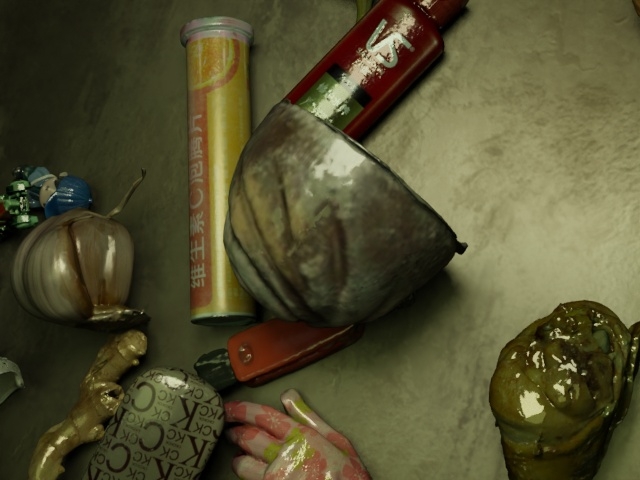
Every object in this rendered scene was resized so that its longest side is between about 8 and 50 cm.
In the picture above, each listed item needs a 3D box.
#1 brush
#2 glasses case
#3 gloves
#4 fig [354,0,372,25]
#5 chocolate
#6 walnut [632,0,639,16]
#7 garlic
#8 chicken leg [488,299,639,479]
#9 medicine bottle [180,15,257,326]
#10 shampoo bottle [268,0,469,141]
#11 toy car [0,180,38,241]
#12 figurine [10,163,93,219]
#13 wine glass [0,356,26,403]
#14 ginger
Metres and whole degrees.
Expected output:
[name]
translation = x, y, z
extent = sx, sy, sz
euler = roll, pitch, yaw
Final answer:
[brush]
translation = -0.020, 0.130, 1.294
extent = 0.323, 0.051, 0.070
euler = -22, 65, 13
[glasses case]
translation = -0.244, 0.330, 1.248
extent = 0.137, 0.085, 0.354
euler = 27, 94, -1
[gloves]
translation = -0.041, 0.281, 1.227
extent = 0.241, 0.126, 0.145
euler = 34, 91, 14
[fig]
translation = 0.047, -0.372, 1.364
extent = 0.149, 0.149, 0.245
euler = -1, 99, 16
[chocolate]
translation = 0.000, 0.000, 1.175
extent = 0.303, 0.303, 0.213
euler = 39, 86, 20
[walnut]
translation = 0.493, -0.339, 1.187
extent = 0.222, 0.195, 0.195
euler = 5, 79, 10
[garlic]
translation = -0.293, 0.035, 1.334
extent = 0.257, 0.207, 0.207
euler = -37, 70, 6
[chicken leg]
translation = 0.269, 0.279, 1.127
extent = 0.153, 0.201, 0.429
euler = 5, 83, 46
[medicine bottle]
translation = -0.137, -0.096, 1.350
extent = 0.108, 0.108, 0.425
euler = -7, 76, 14
[shampoo bottle]
translation = 0.073, -0.242, 1.337
extent = 0.314, 0.076, 0.118
euler = -45, 78, 2
[toy car]
translation = -0.470, -0.041, 1.427
extent = 0.143, 0.054, 0.073
euler = -14, 83, 47
[figurine]
translation = -0.400, -0.071, 1.447
extent = 0.136, 0.079, 0.077
euler = 29, 113, 40
[wine glass]
translation = -0.522, 0.140, 1.380
extent = 0.165, 0.165, 0.196
euler = -22, 66, 10
[ginger]
translation = -0.326, 0.251, 1.344
extent = 0.089, 0.075, 0.288
euler = 25, 81, 18
